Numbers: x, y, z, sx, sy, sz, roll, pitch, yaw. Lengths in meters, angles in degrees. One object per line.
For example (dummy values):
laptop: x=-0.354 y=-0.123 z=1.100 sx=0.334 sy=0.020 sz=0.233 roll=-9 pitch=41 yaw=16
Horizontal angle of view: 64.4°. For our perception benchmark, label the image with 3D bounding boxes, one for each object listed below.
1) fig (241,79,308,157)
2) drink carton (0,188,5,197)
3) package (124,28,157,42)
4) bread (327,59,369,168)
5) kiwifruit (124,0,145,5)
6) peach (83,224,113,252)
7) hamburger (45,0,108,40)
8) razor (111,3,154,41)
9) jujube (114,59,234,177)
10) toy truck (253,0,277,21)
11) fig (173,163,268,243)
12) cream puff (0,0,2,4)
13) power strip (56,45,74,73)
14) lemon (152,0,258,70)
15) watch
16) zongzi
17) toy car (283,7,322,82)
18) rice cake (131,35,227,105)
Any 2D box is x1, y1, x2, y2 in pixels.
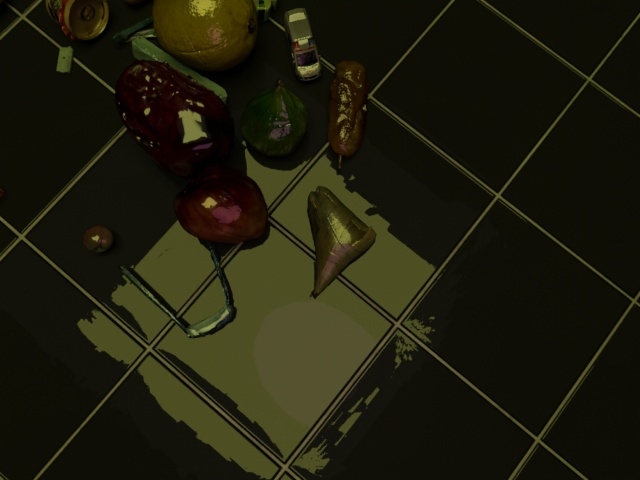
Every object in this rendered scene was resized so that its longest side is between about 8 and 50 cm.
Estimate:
fig: x=-0.128 y=-0.354 z=1.442 sx=0.203 sy=0.235 sz=0.203 roll=1 pitch=77 yaw=-6
drink carton: x=-1.028 y=-0.090 z=1.448 sx=0.096 sy=0.071 sz=0.223 roll=40 pitch=81 yaw=4
package: x=-0.559 y=-0.644 z=1.590 sx=0.110 sy=0.015 sz=0.037 roll=-8 pitch=85 yaw=-2
bread: x=0.080 y=-0.382 z=1.528 sx=0.124 sy=0.084 sz=0.344 roll=6 pitch=80 yaw=0
kiwifruit: x=-0.568 y=-0.785 z=1.586 sx=0.124 sy=0.075 sz=0.075 roll=-43 pitch=84 yaw=-13
peach: x=-0.631 y=-0.006 z=1.441 sx=0.083 sy=0.083 sz=0.083 roll=0 pitch=80 yaw=-2
hamburger: x=-0.738 y=-0.698 z=1.526 sx=0.137 sy=0.175 sz=0.175 roll=32 pitch=80 yaw=17
razor: x=-0.563 y=-0.668 z=1.576 sx=0.190 sy=0.033 sz=0.066 roll=-43 pitch=50 yaw=-16
jujube: x=-0.409 y=-0.343 z=1.433 sx=0.258 sy=0.258 sz=0.377 roll=-45 pitch=69 yaw=-8
toy truck: x=-0.190 y=-0.784 z=1.594 sx=0.116 sy=0.085 sz=0.191 roll=1 pitch=77 yaw=-10
fig: x=-0.269 y=-0.097 z=1.404 sx=0.263 sy=0.224 sz=0.224 roll=7 pitch=79 yaw=-18
cream puff: x=-1.057 y=-0.768 z=1.540 sx=0.189 sy=0.129 sz=0.189 roll=2 pitch=77 yaw=-10
power strip: x=-0.787 y=-0.555 z=1.566 sx=0.040 sy=0.016 sz=0.090 roll=4 pitch=80 yaw=-2
lemon: x=-0.328 y=-0.633 z=1.463 sx=0.297 sy=0.297 sz=0.297 roll=0 pitch=80 yaw=-2
watch: x=-0.397 y=0.149 z=1.427 sx=0.276 sy=0.068 sz=0.274 roll=-22 pitch=81 yaw=-5
zongzi: x=0.000 y=0.000 z=1.455 sx=0.228 sy=0.115 sz=0.256 roll=44 pitch=92 yaw=10
toy car: x=-0.053 y=-0.595 z=1.549 sx=0.089 sy=0.108 sz=0.209 roll=-13 pitch=81 yaw=-4
rice cake: x=-0.424 y=-0.503 z=1.539 sx=0.336 sy=0.066 sz=0.063 roll=35 pitch=61 yaw=4
